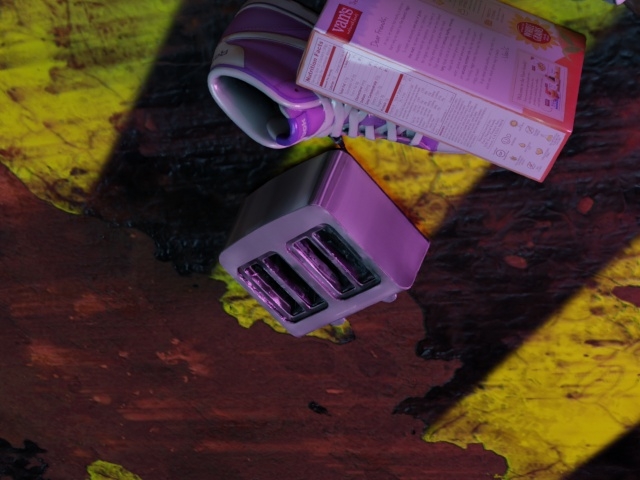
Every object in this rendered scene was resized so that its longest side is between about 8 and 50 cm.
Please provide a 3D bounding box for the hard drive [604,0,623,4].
[{"bbox_3d":[0.271,-0.329,0.699,0.307,0.040,0.203,-37,120,1],"label":"hard drive"}]

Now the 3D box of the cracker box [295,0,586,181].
[{"bbox_3d":[0.111,-0.160,0.947,0.232,0.156,0.067,23,134,0],"label":"cracker box"}]

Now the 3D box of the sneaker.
[{"bbox_3d":[0.028,-0.119,1.011,0.282,0.161,0.102,19,132,1],"label":"sneaker"}]

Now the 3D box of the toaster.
[{"bbox_3d":[0.000,0.000,1.160,0.168,0.110,0.186,-27,117,35],"label":"toaster"}]

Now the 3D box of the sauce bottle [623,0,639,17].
[{"bbox_3d":[0.271,-0.259,0.836,0.111,0.111,0.344,-8,131,25],"label":"sauce bottle"}]
